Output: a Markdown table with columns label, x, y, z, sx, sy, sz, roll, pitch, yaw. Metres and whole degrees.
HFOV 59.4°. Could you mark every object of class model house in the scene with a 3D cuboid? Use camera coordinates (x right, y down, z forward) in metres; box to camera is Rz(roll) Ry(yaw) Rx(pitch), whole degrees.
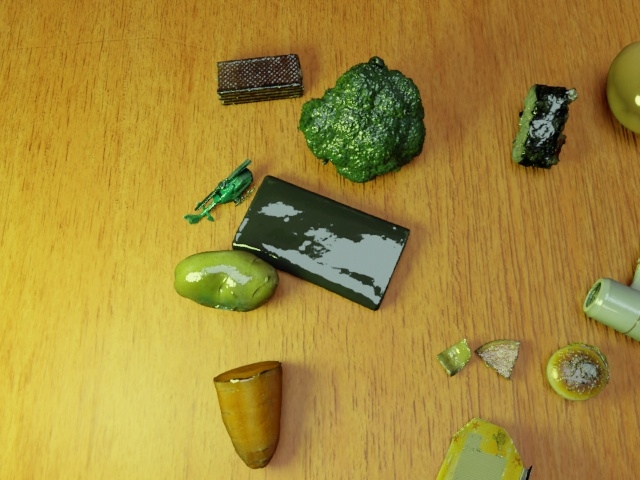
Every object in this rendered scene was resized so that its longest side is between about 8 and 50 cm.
| label | x | y | z | sx | sy | sz | roll | pitch | yaw |
| --- | --- | --- | --- | --- | --- | --- | --- | --- | --- |
| model house | 0.384 | 0.524 | 1.222 | 0.136 | 0.207 | 0.219 | 39 | 64 | -24 |

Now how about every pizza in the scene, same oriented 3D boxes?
| label | x | y | z | sx | sy | sz | roll | pitch | yaw |
| --- | --- | --- | --- | --- | --- | --- | --- | --- | --- |
| pizza | 0.418 | 0.275 | 1.338 | 0.099 | 0.029 | 0.100 | 15 | 71 | 15 |

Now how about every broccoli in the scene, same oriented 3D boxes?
| label | x | y | z | sx | sy | sz | roll | pitch | yaw |
| --- | --- | --- | --- | --- | --- | --- | --- | --- | --- |
| broccoli | 0.106 | -0.294 | 1.415 | 0.304 | 0.321 | 0.283 | -24 | 35 | 6 |

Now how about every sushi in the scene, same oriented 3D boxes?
| label | x | y | z | sx | sy | sz | roll | pitch | yaw |
| --- | --- | --- | --- | --- | --- | --- | --- | --- | --- |
| sushi | 0.574 | -0.292 | 1.456 | 0.115 | 0.147 | 0.212 | 11 | 91 | -1 |

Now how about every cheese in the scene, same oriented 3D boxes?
| label | x | y | z | sx | sy | sz | roll | pitch | yaw |
| --- | --- | --- | --- | --- | --- | --- | --- | --- | --- |
| cheese | 0.325 | 0.276 | 1.332 | 0.084 | 0.041 | 0.060 | -39 | 67 | 7 |

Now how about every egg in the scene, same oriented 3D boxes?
| label | x | y | z | sx | sy | sz | roll | pitch | yaw |
| --- | --- | --- | --- | --- | --- | --- | --- | --- | --- |
| egg | 0.842 | -0.386 | 1.433 | 0.201 | 0.201 | 0.244 | 5 | 75 | 4 |

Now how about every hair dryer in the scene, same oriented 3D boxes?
| label | x | y | z | sx | sy | sz | roll | pitch | yaw |
| --- | --- | --- | --- | --- | --- | --- | --- | --- | --- |
| hair dryer | 0.782 | 0.066 | 1.364 | 0.173 | 0.107 | 0.357 | 28 | 67 | 10 |

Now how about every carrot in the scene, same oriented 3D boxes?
| label | x | y | z | sx | sy | sz | roll | pitch | yaw |
| --- | --- | --- | --- | --- | --- | --- | --- | --- | --- |
| carrot | -0.145 | 0.397 | 1.266 | 0.159 | 0.159 | 0.225 | -12 | 83 | -1 |

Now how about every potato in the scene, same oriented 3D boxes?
| label | x | y | z | sx | sy | sz | roll | pitch | yaw |
| --- | --- | --- | --- | --- | --- | --- | --- | --- | --- |
| potato | -0.226 | 0.100 | 1.343 | 0.248 | 0.169 | 0.143 | 6 | 43 | -6 |

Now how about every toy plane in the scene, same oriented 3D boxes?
| label | x | y | z | sx | sy | sz | roll | pitch | yaw |
| --- | --- | --- | --- | --- | --- | --- | --- | --- | --- |
| toy plane | -0.251 | -0.118 | 1.451 | 0.235 | 0.096 | 0.060 | -42 | 72 | 8 |

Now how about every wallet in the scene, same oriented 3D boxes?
| label | x | y | z | sx | sy | sz | roll | pitch | yaw |
| --- | --- | --- | --- | --- | --- | --- | --- | --- | --- |
| wallet | 0.000 | 0.000 | 1.421 | 0.406 | 0.062 | 0.228 | 23 | 75 | 8 |

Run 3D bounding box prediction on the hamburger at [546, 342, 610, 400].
| label | x | y | z | sx | sy | sz | roll | pitch | yaw |
| --- | --- | --- | --- | --- | --- | --- | --- | --- | --- |
| hamburger | 0.593 | 0.302 | 1.291 | 0.141 | 0.081 | 0.126 | -19 | 73 | -2 |

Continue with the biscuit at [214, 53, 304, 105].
| label | x | y | z | sx | sy | sz | roll | pitch | yaw |
| --- | --- | --- | --- | --- | --- | --- | --- | --- | --- |
| biscuit | -0.173 | -0.446 | 1.560 | 0.252 | 0.070 | 0.106 | -5 | 72 | 1 |
